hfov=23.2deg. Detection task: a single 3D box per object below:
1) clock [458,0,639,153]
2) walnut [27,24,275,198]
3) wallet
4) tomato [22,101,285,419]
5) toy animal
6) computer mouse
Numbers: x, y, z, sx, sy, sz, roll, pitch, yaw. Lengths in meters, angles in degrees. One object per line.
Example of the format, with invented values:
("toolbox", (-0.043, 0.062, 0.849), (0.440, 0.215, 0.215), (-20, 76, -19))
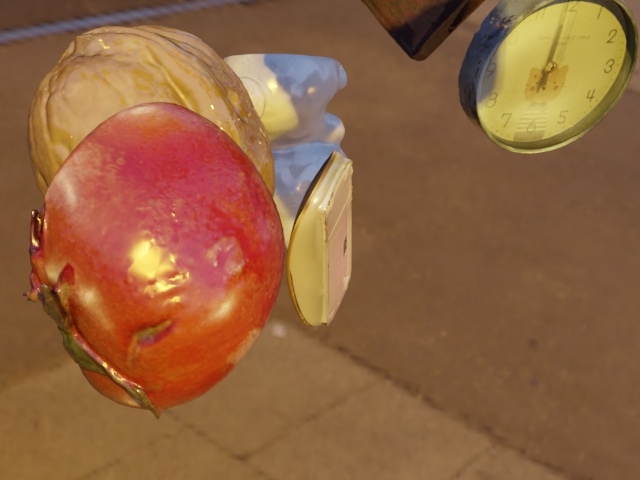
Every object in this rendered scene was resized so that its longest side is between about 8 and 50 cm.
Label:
("clock", (0.267, -0.202, 1.806), (0.226, 0.226, 0.049), (-1, 37, -30))
("walnut", (-0.200, -0.106, 1.822), (0.277, 0.252, 0.313), (-33, 88, -20))
("wallet", (0.133, -0.346, 1.852), (0.182, 0.229, 0.049), (49, 30, 8))
("tomato", (-0.126, 0.023, 1.529), (0.170, 0.309, 0.309), (16, 19, 41))
("toy animal", (-0.073, -0.114, 2.441), (0.196, 0.368, 0.241), (3, 15, 28))
("computer mouse", (0.000, 0.000, 1.871), (0.056, 0.245, 0.126), (15, 52, 15))
